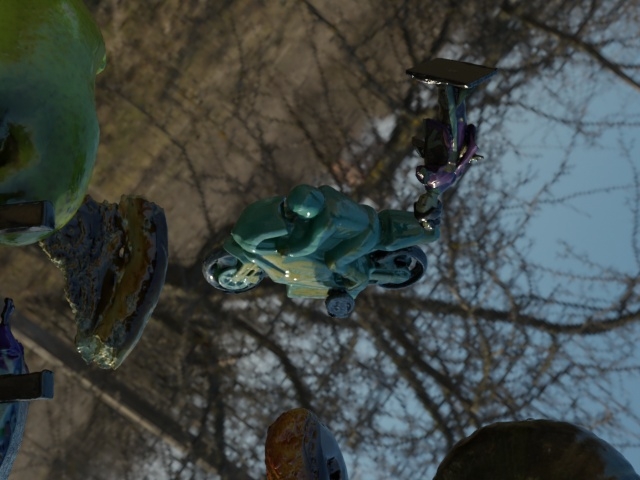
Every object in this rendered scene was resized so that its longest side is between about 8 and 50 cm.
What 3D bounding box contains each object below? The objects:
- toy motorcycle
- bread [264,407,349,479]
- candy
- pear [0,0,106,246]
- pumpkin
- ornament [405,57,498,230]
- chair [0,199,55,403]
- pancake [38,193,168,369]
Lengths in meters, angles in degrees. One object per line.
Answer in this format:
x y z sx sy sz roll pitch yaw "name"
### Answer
0.002 0.000 1.259 0.198 0.296 0.109 105 -17 -48 "toy motorcycle"
-0.010 0.340 1.336 0.139 0.095 0.269 -70 152 -44 "bread"
-0.367 0.211 1.086 0.145 0.070 0.275 101 -4 -65 "candy"
-0.321 -0.129 1.060 0.282 0.176 0.286 -110 -143 -50 "pear"
0.201 0.272 0.903 0.224 0.223 0.157 -53 145 5 "pumpkin"
0.136 -0.102 1.126 0.081 0.088 0.203 -20 125 -53 "ornament"
-0.480 0.059 0.879 0.240 0.416 0.203 24 60 -67 "chair"
-0.330 0.027 1.428 0.057 0.244 0.266 -12 -132 49 "pancake"
